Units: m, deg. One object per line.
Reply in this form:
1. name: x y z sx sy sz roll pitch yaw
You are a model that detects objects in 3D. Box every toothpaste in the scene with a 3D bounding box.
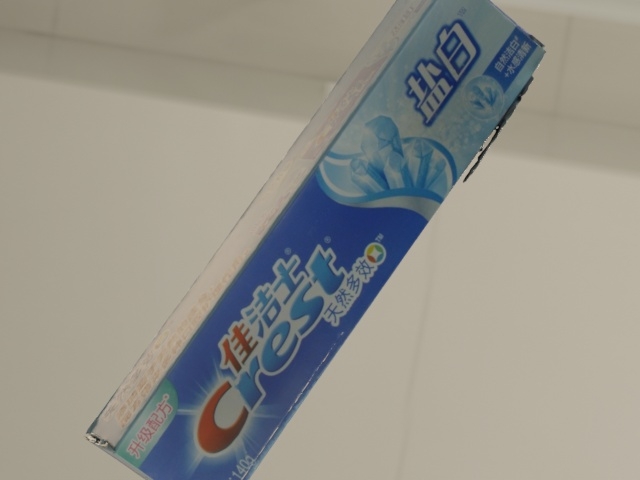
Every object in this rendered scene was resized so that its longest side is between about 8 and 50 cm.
1. toothpaste: 0.000 0.000 0.869 0.272 0.066 0.053 -54 -160 -9
